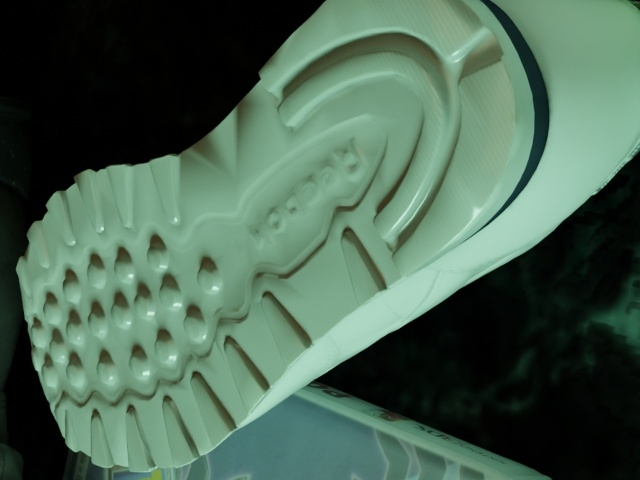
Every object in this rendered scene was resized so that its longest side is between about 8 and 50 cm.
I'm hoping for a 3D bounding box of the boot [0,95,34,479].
[{"bbox_3d":[-0.219,0.089,0.688,0.338,0.118,0.222,-20,71,45],"label":"boot"}]

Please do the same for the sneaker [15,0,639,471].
[{"bbox_3d":[0.000,0.000,0.528,0.235,0.095,0.090,-27,82,45],"label":"sneaker"}]

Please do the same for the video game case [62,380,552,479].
[{"bbox_3d":[-0.027,0.140,0.580,0.183,0.023,0.201,18,98,42],"label":"video game case"}]
